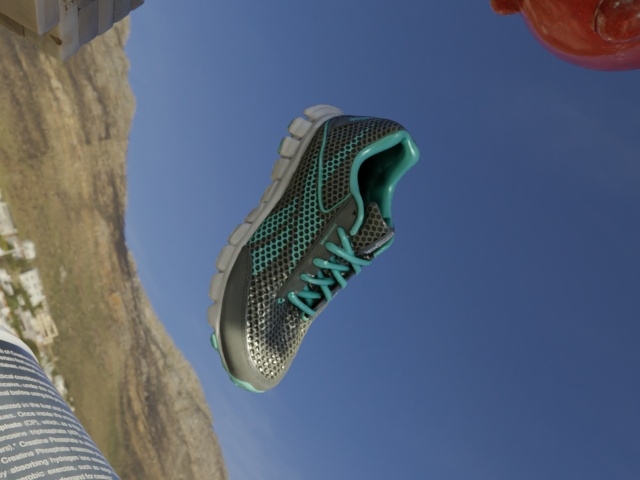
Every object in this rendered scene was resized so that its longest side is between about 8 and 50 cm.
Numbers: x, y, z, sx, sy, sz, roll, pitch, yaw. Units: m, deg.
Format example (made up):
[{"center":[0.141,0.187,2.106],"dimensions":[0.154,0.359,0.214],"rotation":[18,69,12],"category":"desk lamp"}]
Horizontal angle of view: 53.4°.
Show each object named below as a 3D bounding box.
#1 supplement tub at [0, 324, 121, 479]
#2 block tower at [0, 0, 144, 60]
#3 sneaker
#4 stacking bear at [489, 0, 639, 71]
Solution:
[{"center":[-0.210,0.160,0.338],"dimensions":[0.272,0.191,0.191],"rotation":[41,-44,27],"category":"supplement tub"},{"center":[-0.116,-0.253,0.444],"dimensions":[0.097,0.335,0.091],"rotation":[32,-38,4],"category":"block tower"},{"center":[0.000,0.000,0.329],"dimensions":[0.076,0.065,0.166],"rotation":[7,-110,41],"category":"sneaker"},{"center":[0.223,-0.202,0.334],"dimensions":[0.175,0.289,0.164],"rotation":[43,-6,44],"category":"stacking bear"}]
